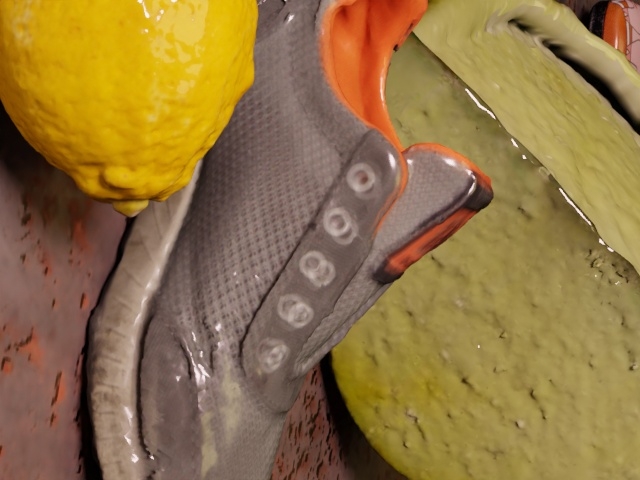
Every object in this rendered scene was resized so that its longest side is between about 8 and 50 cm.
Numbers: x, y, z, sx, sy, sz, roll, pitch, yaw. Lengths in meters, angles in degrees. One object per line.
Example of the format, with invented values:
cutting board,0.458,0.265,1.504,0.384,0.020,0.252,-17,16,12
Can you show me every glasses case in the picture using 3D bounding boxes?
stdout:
glasses case,0.323,-0.179,1.498,0.266,0.067,0.103,5,89,-64

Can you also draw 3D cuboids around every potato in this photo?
potato,0.136,0.003,0.964,0.330,0.213,0.280,49,32,-1

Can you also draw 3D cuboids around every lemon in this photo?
lemon,-0.081,-0.087,0.595,0.114,0.114,0.155,-19,114,-63

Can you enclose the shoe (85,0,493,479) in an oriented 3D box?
shoe,0.000,0.000,0.704,0.132,0.171,0.336,27,67,-63
